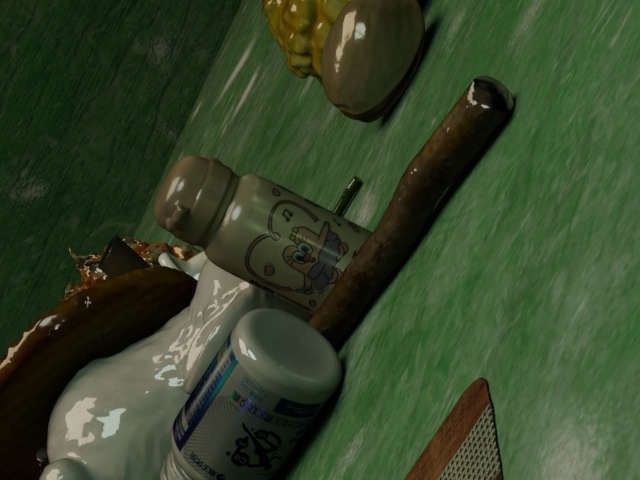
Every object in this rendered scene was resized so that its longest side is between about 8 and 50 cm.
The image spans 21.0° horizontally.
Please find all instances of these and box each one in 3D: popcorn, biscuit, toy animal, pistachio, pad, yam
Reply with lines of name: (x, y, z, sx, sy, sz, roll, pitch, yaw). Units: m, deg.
popcorn: (0.021, -0.313, 2.069, 0.233, 0.192, 0.266, -128, 48, -72)
biscuit: (-0.251, 0.148, 1.883, 0.318, 0.040, 0.318, -34, -26, -19)
toy animal: (-0.135, 0.145, 1.768, 0.357, 0.194, 0.258, -51, 4, 17)
pistachio: (0.058, -0.204, 1.897, 0.113, 0.113, 0.149, -156, 78, -79)
pad: (0.084, 0.124, 1.059, 0.250, 0.055, 0.323, -88, 10, -67)
yam: (0.067, -0.013, 1.516, 0.327, 0.045, 0.045, -56, -7, 35)

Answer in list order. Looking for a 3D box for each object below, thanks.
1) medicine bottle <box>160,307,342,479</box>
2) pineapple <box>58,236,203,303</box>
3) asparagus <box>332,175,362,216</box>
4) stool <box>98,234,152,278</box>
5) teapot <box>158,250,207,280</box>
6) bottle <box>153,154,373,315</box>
medicine bottle: (-0.069, 0.161, 1.561, 0.191, 0.107, 0.107, -57, 12, 29)
pineapple: (-0.315, 0.155, 2.485, 0.344, 0.209, 0.286, -47, 19, 51)
asparagus: (0.000, 0.000, 1.881, 0.163, 0.016, 0.016, -59, 30, 15)
stool: (-0.239, 0.144, 2.226, 0.272, 0.178, 0.272, -58, 13, 22)
teapot: (-0.127, 0.065, 2.023, 0.145, 0.092, 0.226, -43, -25, 1)
bottle: (-0.053, -0.011, 1.632, 0.097, 0.209, 0.110, -55, 12, 33)
